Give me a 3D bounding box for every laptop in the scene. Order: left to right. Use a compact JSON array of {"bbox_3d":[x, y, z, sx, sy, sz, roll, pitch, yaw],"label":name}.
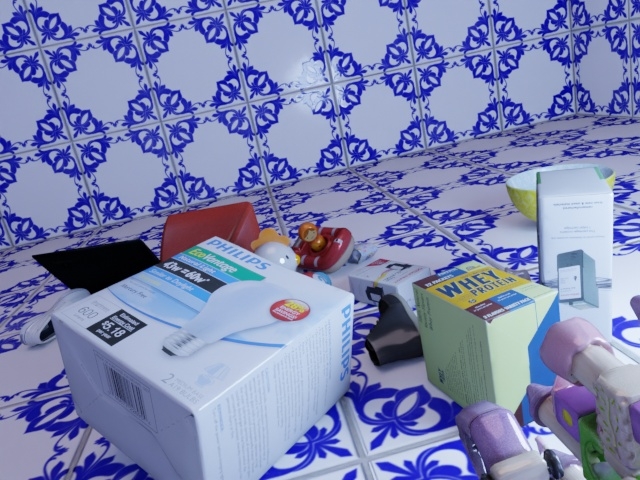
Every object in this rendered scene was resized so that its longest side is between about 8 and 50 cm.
[{"bbox_3d":[-0.638,0.063,1.797,0.381,0.237,0.408,-8,17,13],"label":"laptop"}]

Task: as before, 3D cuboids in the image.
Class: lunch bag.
[{"bbox_3d":[0.126,0.039,1.651,0.071,0.053,0.083,-23,9,-36],"label":"lunch bag"}]

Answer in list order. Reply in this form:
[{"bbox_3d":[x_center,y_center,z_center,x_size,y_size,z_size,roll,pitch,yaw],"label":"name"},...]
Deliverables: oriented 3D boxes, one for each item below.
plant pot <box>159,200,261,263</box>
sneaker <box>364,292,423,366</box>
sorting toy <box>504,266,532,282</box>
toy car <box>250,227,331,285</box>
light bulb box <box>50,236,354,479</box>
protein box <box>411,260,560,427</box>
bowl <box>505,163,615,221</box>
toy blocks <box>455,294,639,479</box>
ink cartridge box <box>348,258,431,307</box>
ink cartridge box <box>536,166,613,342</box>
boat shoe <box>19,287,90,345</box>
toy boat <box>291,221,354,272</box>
[{"bbox_3d":[-0.306,0.076,1.518,0.266,0.268,0.236,-9,28,10],"label":"plant pot"},{"bbox_3d":[0.135,0.181,1.130,0.118,0.083,0.222,-15,18,-9],"label":"sneaker"},{"bbox_3d":[0.441,0.096,1.201,0.044,0.075,0.083,-26,21,-38],"label":"sorting toy"},{"bbox_3d":[-0.087,0.081,1.341,0.210,0.238,0.219,-9,17,11],"label":"toy car"},{"bbox_3d":[-0.184,0.198,0.926,0.357,0.226,0.361,20,33,31],"label":"light bulb box"},{"bbox_3d":[0.273,0.165,0.882,0.135,0.200,0.201,-17,17,-18],"label":"protein box"},{"bbox_3d":[0.696,-0.113,1.556,0.289,0.156,0.289,-12,17,4],"label":"bowl"},{"bbox_3d":[0.278,0.217,0.576,0.308,0.289,0.260,-17,21,-6],"label":"toy blocks"},{"bbox_3d":[0.177,0.109,1.350,0.127,0.073,0.175,-24,20,-35],"label":"ink cartridge box"},{"bbox_3d":[0.487,0.024,1.039,0.121,0.290,0.211,-3,19,21],"label":"ink cartridge box"},{"bbox_3d":[-0.775,0.233,1.620,0.084,0.095,0.258,0,31,23],"label":"boat shoe"},{"bbox_3d":[-0.011,0.003,1.631,0.231,0.151,0.151,5,56,46],"label":"toy boat"}]
